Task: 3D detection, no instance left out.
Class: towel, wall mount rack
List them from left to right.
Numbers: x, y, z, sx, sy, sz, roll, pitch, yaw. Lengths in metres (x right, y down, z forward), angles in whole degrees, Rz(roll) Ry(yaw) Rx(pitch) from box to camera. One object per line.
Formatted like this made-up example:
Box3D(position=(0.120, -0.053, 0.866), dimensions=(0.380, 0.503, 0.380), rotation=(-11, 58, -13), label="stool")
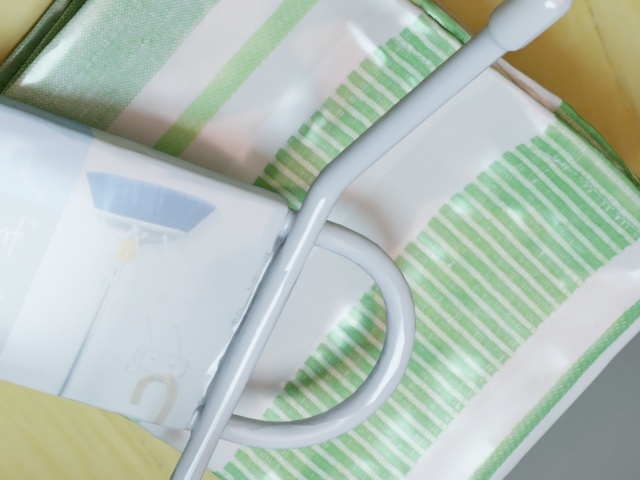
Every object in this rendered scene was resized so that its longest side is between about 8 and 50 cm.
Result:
Box3D(position=(-0.080, -0.016, 0.670), dimensions=(0.350, 0.130, 0.304), rotation=(19, 107, -23), label="wall mount rack")
Box3D(position=(0.000, 0.000, 0.792), dimensions=(0.325, 0.038, 0.248), rotation=(37, 99, -28), label="towel")

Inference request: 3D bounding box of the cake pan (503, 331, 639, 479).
Box3D(position=(0.140, 0.116, 0.973), dimensions=(0.293, 0.054, 0.293), rotation=(-14, 125, -21), label="cake pan")
